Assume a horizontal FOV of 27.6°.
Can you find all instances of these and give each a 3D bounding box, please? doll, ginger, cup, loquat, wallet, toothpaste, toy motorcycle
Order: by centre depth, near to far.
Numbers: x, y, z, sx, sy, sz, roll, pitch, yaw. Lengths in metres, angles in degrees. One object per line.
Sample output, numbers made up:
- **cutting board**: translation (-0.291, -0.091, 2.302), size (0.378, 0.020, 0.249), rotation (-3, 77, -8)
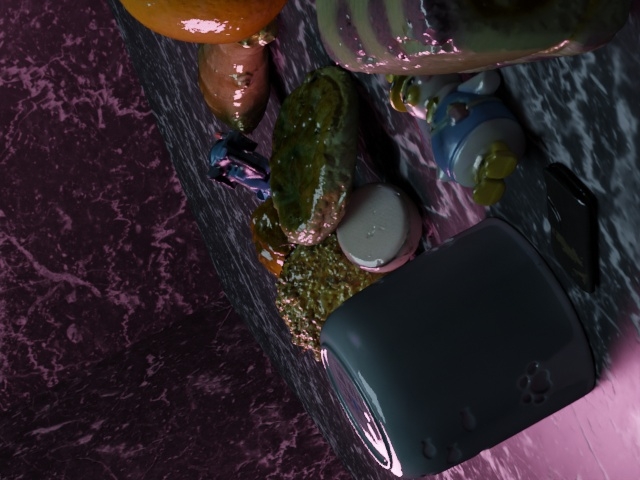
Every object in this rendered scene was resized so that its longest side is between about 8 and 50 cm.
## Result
- **wallet**: translation (0.273, -0.014, 1.423), size (0.082, 0.018, 0.157), rotation (54, 166, 39)
- **doll**: translation (0.150, -0.143, 1.477), size (0.241, 0.098, 0.135), rotation (52, 170, 35)
- **toothpaste**: translation (0.152, -0.122, 1.639), size (0.234, 0.057, 0.089), rotation (-129, 16, -69)
- **cup**: translation (0.161, 0.170, 1.695), size (0.259, 0.274, 0.357), rotation (57, 167, 26)
- **loquat**: translation (-0.165, -0.408, 1.858), size (0.275, 0.274, 0.275), rotation (58, 168, 20)
- **ginger**: translation (-0.140, -0.350, 2.324), size (0.375, 0.166, 0.236), rotation (122, 152, -55)
- **toy motorcycle**: translation (-0.101, -0.116, 2.440), size (0.272, 0.124, 0.182), rotation (29, 177, -36)

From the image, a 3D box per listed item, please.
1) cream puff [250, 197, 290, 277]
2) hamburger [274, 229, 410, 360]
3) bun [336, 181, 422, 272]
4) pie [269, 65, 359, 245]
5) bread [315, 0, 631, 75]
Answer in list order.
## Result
- **cream puff**: translation (-0.005, 0.015, 2.271), size (0.244, 0.196, 0.244), rotation (59, 170, 17)
- **hamburger**: translation (0.041, 0.074, 2.074), size (0.138, 0.243, 0.262), rotation (-30, -66, -72)
- **bun**: translation (0.098, -0.018, 1.972), size (0.094, 0.138, 0.138), rotation (9, -137, -57)
- **pie**: translation (-0.013, -0.131, 1.990), size (0.277, 0.078, 0.277), rotation (-177, 90, -70)
- **bread**: translation (0.122, -0.230, 1.179), size (0.338, 0.187, 0.155), rotation (-169, 77, -76)
